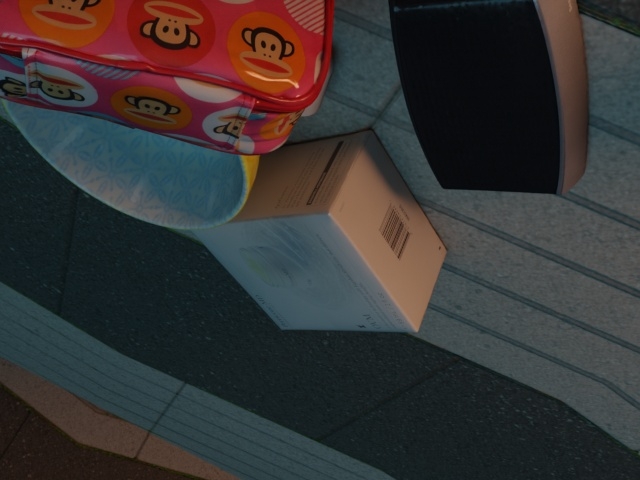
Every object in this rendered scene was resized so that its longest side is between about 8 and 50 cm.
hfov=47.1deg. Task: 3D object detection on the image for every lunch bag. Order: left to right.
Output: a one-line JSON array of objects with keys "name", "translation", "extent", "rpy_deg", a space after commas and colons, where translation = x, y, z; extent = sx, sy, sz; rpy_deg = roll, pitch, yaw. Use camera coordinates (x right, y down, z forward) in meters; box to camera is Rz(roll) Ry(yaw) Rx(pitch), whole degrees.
[{"name": "lunch bag", "translation": [-0.133, -0.221, 0.601], "extent": [0.293, 0.258, 0.120], "rpy_deg": [10, 159, -17]}]

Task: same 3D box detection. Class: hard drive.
[{"name": "hard drive", "translation": [0.159, -0.140, 0.695], "extent": [0.172, 0.054, 0.254], "rpy_deg": [5, 142, 28]}]

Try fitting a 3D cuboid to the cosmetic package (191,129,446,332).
[{"name": "cosmetic package", "translation": [0.000, 0.000, 0.926], "extent": [0.225, 0.138, 0.224], "rpy_deg": [-3, 138, 39]}]

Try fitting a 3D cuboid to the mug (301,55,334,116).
[{"name": "mug", "translation": [-0.023, -0.176, 0.764], "extent": [0.078, 0.062, 0.064], "rpy_deg": [24, 140, -11]}]

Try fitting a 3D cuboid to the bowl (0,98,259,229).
[{"name": "bowl", "translation": [-0.180, -0.162, 0.796], "extent": [0.290, 0.156, 0.289], "rpy_deg": [17, 147, 12]}]
